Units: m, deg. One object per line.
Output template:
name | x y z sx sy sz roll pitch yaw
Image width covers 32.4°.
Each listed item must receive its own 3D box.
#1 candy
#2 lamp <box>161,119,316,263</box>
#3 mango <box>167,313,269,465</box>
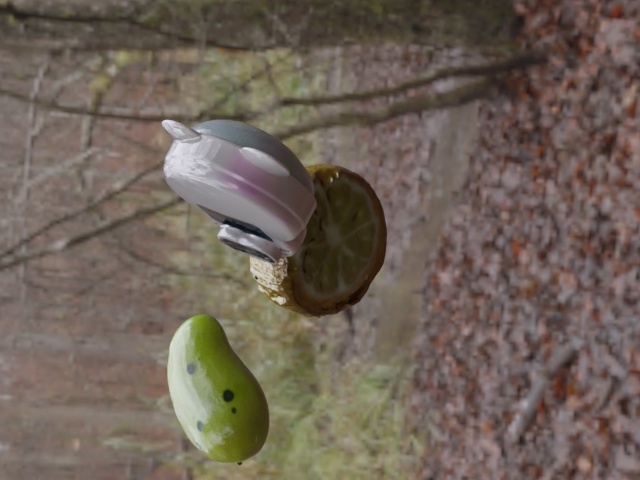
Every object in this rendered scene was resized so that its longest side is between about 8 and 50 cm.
candy | 0.000 0.000 1.814 0.118 0.260 0.260 17 106 45
lamp | -0.082 -0.063 1.277 0.108 0.179 0.246 -58 -24 -17
mango | -0.200 0.282 2.080 0.143 0.175 0.293 11 -129 -63
